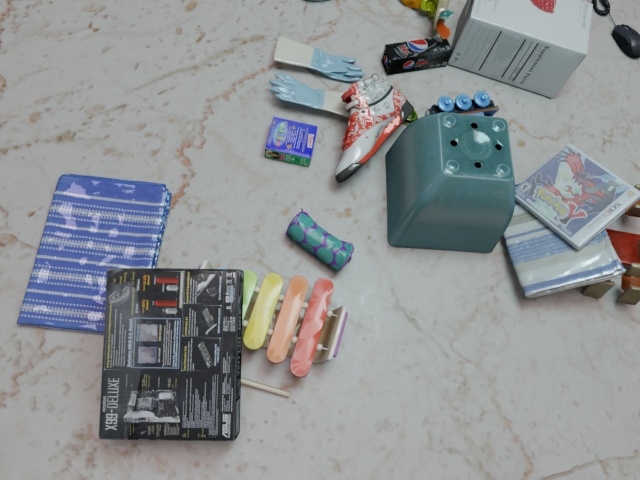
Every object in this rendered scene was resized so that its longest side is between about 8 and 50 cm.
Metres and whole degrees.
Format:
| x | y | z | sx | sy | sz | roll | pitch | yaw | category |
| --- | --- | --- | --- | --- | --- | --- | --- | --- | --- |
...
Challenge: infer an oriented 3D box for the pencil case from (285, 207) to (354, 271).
| x | y | z | sx | sy | sz | roll | pitch | yaw | category |
| --- | --- | --- | --- | --- | --- | --- | --- | --- | --- |
| 0.000 | 0.000 | 1.298 | 0.151 | 0.064 | 0.070 | 35 | 83 | 7 | pencil case |

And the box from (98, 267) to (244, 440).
| x | y | z | sx | sy | sz | roll | pitch | yaw | category |
| --- | --- | --- | --- | --- | --- | --- | --- | --- | --- |
| -0.267 | 0.204 | 1.108 | 0.242 | 0.076 | 0.308 | 0 | 84 | 0 | box |

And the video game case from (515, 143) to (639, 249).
| x | y | z | sx | sy | sz | roll | pitch | yaw | category |
| --- | --- | --- | --- | --- | --- | --- | --- | --- | --- |
| 0.558 | -0.101 | 1.336 | 0.183 | 0.023 | 0.201 | -39 | 56 | -3 | video game case |

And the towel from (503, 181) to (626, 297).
| x | y | z | sx | sy | sz | roll | pitch | yaw | category |
| --- | --- | --- | --- | --- | --- | --- | --- | --- | --- |
| 0.513 | -0.019 | 1.342 | 0.209 | 0.034 | 0.285 | -17 | 58 | 11 | towel |

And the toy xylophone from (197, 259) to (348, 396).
| x | y | z | sx | sy | sz | roll | pitch | yaw | category |
| --- | --- | --- | --- | --- | --- | --- | --- | --- | --- |
| -0.114 | 0.173 | 1.199 | 0.322 | 0.081 | 0.236 | 11 | 67 | -3 | toy xylophone |

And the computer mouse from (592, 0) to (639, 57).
| x | y | z | sx | sy | sz | roll | pitch | yaw | category |
| --- | --- | --- | --- | --- | --- | --- | --- | --- | --- |
| 0.830 | -0.610 | 1.687 | 0.071 | 0.041 | 0.242 | -18 | 70 | -14 | computer mouse |

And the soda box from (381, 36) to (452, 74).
| x | y | z | sx | sy | sz | roll | pitch | yaw | category |
| --- | --- | --- | --- | --- | --- | --- | --- | --- | --- |
| 0.243 | -0.468 | 1.533 | 0.168 | 0.060 | 0.053 | -12 | 66 | -13 | soda box |

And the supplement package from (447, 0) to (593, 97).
| x | y | z | sx | sy | sz | roll | pitch | yaw | category |
| --- | --- | --- | --- | --- | --- | --- | --- | --- | --- |
| 0.499 | -0.518 | 1.527 | 0.292 | 0.175 | 0.178 | 18 | 65 | -1 | supplement package |

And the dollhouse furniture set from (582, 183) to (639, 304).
| x | y | z | sx | sy | sz | roll | pitch | yaw | category |
| --- | --- | --- | --- | --- | --- | --- | --- | --- | --- |
| 0.721 | 0.022 | 1.378 | 0.259 | 0.135 | 0.262 | 11 | 65 | 9 | dollhouse furniture set |

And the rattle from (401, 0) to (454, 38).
| x | y | z | sx | sy | sz | roll | pitch | yaw | category |
| --- | --- | --- | --- | --- | --- | --- | --- | --- | --- |
| 0.267 | -0.591 | 1.542 | 0.142 | 0.130 | 0.200 | 23 | 54 | -8 | rattle |

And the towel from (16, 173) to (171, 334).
| x | y | z | sx | sy | sz | roll | pitch | yaw | category |
| --- | --- | --- | --- | --- | --- | --- | --- | --- | --- |
| -0.453 | 0.021 | 1.240 | 0.243 | 0.040 | 0.336 | 7 | 67 | -4 | towel |

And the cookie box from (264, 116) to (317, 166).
| x | y | z | sx | sy | sz | roll | pitch | yaw | category |
| --- | --- | --- | --- | --- | --- | --- | --- | --- | --- |
| -0.067 | -0.227 | 1.398 | 0.107 | 0.040 | 0.092 | 12 | 66 | -2 | cookie box |

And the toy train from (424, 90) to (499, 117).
| x | y | z | sx | sy | sz | roll | pitch | yaw | category |
| --- | --- | --- | --- | --- | --- | --- | --- | --- | --- |
| 0.344 | -0.295 | 1.468 | 0.184 | 0.080 | 0.105 | -10 | 78 | -14 | toy train |

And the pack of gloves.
| x | y | z | sx | sy | sz | roll | pitch | yaw | category |
| --- | --- | --- | --- | --- | --- | --- | --- | --- | --- |
| -0.010 | -0.387 | 1.484 | 0.232 | 0.046 | 0.195 | 14 | 59 | -9 | pack of gloves |

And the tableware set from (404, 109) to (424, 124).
| x | y | z | sx | sy | sz | roll | pitch | yaw | category |
| --- | --- | --- | --- | --- | --- | --- | --- | --- | --- |
| 0.173 | -0.302 | 1.473 | 0.154 | 0.024 | 0.104 | 28 | 67 | 4 | tableware set |

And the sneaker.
| x | y | z | sx | sy | sz | roll | pitch | yaw | category |
| --- | --- | --- | --- | --- | --- | --- | --- | --- | --- |
| 0.083 | -0.264 | 1.386 | 0.145 | 0.090 | 0.270 | 44 | 71 | -7 | sneaker |

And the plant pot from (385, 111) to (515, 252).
| x | y | z | sx | sy | sz | roll | pitch | yaw | category |
| --- | --- | --- | --- | --- | --- | --- | --- | --- | --- |
| 0.290 | -0.139 | 1.296 | 0.247 | 0.252 | 0.248 | 4 | 67 | -7 | plant pot |
